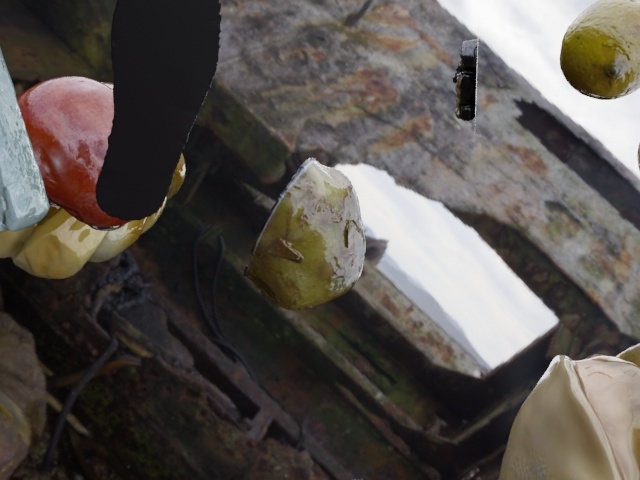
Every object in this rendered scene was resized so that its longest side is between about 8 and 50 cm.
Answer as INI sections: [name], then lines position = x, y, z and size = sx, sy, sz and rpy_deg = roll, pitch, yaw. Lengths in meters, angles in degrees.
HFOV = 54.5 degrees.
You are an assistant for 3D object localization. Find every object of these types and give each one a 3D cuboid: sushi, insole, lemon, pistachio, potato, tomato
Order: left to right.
[tomato]
position = -0.261, -0.100, 0.697
size = 0.187, 0.151, 0.187
rpy_deg = 40, 2, -2
[insole]
position = -0.126, -0.106, 0.473
size = 0.080, 0.232, 0.003
rpy_deg = 3, 39, -28
[potato]
position = 0.000, 0.000, 1.160
size = 0.196, 0.246, 0.300
rpy_deg = 30, -37, 4
[sushi]
position = 0.302, -0.335, 1.301
size = 0.215, 0.050, 0.192
rpy_deg = 77, 20, -47
[lemon]
position = 0.689, -0.453, 1.450
size = 0.228, 0.253, 0.228
rpy_deg = 45, -22, 23
[pistachio]
position = 0.236, 0.210, 0.452
size = 0.238, 0.229, 0.321
rpy_deg = -102, 175, -46

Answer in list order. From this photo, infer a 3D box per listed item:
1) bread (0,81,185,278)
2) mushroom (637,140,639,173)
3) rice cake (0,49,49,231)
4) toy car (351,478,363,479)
[bread]
position = -0.405, -0.085, 1.040
size = 0.245, 0.328, 0.424
rpy_deg = 54, 18, -13
[mushroom]
position = 0.549, -0.120, 0.842
size = 0.234, 0.253, 0.260
rpy_deg = -158, -112, -87
[rice cake]
position = -0.157, -0.086, 0.267
size = 0.033, 0.029, 0.171
rpy_deg = -65, 145, -72
[toy car]
position = 0.108, 0.586, 1.320
size = 0.165, 0.062, 0.071
rpy_deg = 47, -6, 47
